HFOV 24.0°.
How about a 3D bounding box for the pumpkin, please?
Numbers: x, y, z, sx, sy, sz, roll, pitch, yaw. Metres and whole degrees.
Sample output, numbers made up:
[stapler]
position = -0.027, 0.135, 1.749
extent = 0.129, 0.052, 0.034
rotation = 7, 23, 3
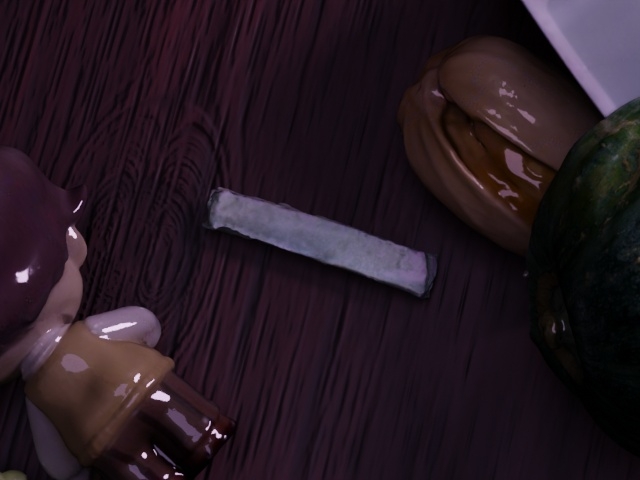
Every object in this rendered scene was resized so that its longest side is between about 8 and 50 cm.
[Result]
[pumpkin]
position = 0.306, 0.049, 1.119
extent = 0.263, 0.293, 0.197
rotation = -11, 37, -6

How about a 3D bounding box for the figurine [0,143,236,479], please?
[figurine]
position = -0.239, 0.069, 1.268
extent = 0.365, 0.206, 0.218
rotation = 38, 105, -12

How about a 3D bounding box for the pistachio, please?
[pistachio]
position = 0.170, -0.074, 1.265
extent = 0.229, 0.157, 0.157
rotation = 41, 83, 7

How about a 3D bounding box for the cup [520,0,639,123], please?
[cup]
position = 0.332, -0.198, 1.191
extent = 0.274, 0.259, 0.357
rotation = -36, 94, 16

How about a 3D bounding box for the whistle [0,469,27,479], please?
[whistle]
position = -0.285, 0.235, 1.253
extent = 0.227, 0.085, 0.105
rotation = 23, 79, 9

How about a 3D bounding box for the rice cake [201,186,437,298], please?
[rice cake]
position = 0.000, 0.000, 1.311
extent = 0.210, 0.034, 0.043
rotation = 18, 87, 8
